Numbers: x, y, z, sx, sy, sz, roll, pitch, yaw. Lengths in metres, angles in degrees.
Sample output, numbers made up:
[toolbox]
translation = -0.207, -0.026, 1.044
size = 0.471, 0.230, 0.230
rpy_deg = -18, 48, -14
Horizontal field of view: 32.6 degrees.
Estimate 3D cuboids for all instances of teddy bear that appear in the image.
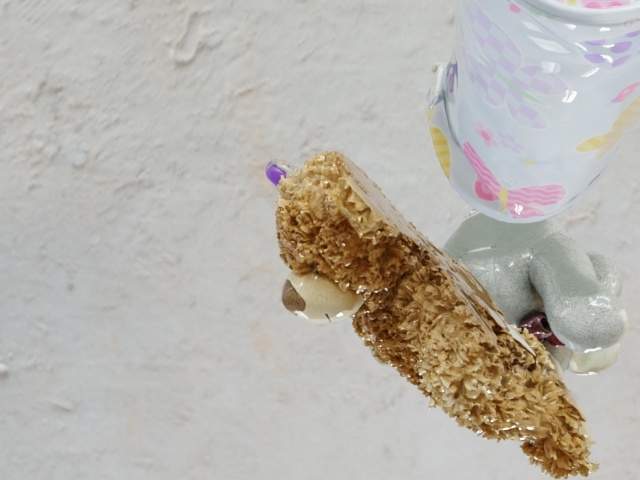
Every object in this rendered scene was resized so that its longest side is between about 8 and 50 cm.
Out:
[teddy bear]
translation = 0.085, 0.077, 0.869
size = 0.113, 0.245, 0.338
rpy_deg = -44, 130, 10

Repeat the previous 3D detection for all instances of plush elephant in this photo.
[plush elephant]
translation = 0.225, 0.101, 1.276
size = 0.271, 0.330, 0.255
rpy_deg = -11, 121, 17

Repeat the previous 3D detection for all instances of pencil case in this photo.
[pencil case]
translation = 0.120, -0.105, 0.581
size = 0.113, 0.273, 0.124
rpy_deg = -40, 76, -10

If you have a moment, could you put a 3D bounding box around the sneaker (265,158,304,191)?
[sneaker]
translation = 0.000, 0.000, 1.767
size = 0.293, 0.102, 0.146
rpy_deg = 42, 97, -6
